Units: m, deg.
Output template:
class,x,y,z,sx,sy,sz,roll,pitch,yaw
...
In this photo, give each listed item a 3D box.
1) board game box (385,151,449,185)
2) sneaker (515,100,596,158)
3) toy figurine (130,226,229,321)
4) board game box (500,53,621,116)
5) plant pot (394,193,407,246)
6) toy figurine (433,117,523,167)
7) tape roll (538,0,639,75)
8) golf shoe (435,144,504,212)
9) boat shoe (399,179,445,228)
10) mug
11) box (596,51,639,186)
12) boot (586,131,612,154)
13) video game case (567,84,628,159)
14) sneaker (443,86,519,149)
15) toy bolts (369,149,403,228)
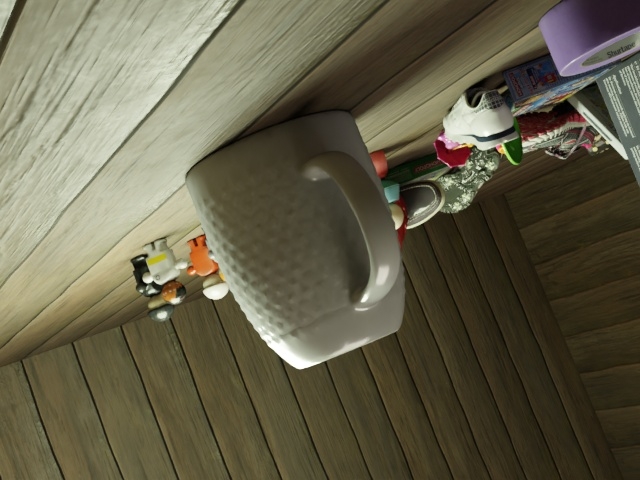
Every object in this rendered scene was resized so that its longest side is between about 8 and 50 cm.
class,x,y,z,sx,sy,sz,roll,pitch,yaw
board game box,0.150,-0.129,2.198,0.317,0.046,0.213,-21,174,-10
sneaker,0.539,-0.239,2.058,0.299,0.112,0.121,-18,-152,-29
toy figurine,-0.278,0.068,1.878,0.213,0.148,0.209,-19,174,-27
board game box,0.384,-0.275,1.554,0.194,0.060,0.194,-19,175,-19
plant pot,0.095,-0.023,1.985,0.191,0.191,0.174,-24,-159,20
toy figurine,0.299,-0.203,1.785,0.159,0.130,0.173,-14,158,29
tape roll,0.403,-0.303,1.223,0.189,0.080,0.189,-22,175,-2
golf shoe,0.383,-0.167,2.281,0.120,0.105,0.273,-44,179,-42
boat shoe,0.157,-0.063,2.105,0.285,0.103,0.092,-18,-178,28
mug,0.000,0.000,1.298,0.276,0.328,0.374,-20,175,-25
box,0.786,-0.257,1.820,0.179,0.343,0.312,-17,174,-27
boot,0.846,-0.341,2.435,0.284,0.138,0.377,-24,180,21
video game case,0.708,-0.287,2.032,0.227,0.206,0.026,-19,148,-29
sneaker,0.272,-0.222,1.552,0.090,0.095,0.235,-26,-165,-9
toy bolts,0.056,-0.064,1.828,0.228,0.158,0.218,-21,175,-2
